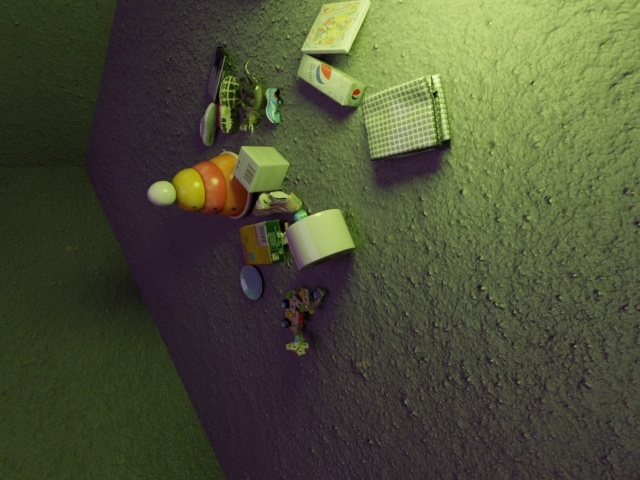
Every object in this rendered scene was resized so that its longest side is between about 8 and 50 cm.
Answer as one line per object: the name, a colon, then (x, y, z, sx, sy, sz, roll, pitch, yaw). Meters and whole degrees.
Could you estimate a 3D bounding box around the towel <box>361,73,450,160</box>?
towel: (0.276, -0.404, 1.352, 0.283, 0.121, 0.235, -5, 95, 44)

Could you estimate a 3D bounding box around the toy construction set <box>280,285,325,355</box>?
toy construction set: (-0.091, 0.352, 1.848, 0.215, 0.151, 0.328, 18, 99, 40)

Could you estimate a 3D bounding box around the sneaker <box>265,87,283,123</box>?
sneaker: (-0.204, -0.608, 1.808, 0.073, 0.063, 0.162, -1, 98, 40)

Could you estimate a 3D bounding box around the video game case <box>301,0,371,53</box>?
video game case: (0.052, -0.790, 1.489, 0.227, 0.026, 0.206, 21, 84, 39)

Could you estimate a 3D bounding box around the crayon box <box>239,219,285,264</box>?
crayon box: (-0.293, 0.013, 1.977, 0.318, 0.081, 0.202, -5, 96, 56)

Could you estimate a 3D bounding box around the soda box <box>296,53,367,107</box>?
soda box: (0.039, -0.619, 1.551, 0.286, 0.098, 0.091, 44, 125, 29)

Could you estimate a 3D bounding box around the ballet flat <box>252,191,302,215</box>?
ballet flat: (-0.223, -0.181, 1.873, 0.316, 0.108, 0.106, -3, 138, 37)

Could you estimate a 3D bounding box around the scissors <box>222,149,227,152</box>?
scissors: (-0.427, -0.408, 2.088, 0.297, 0.021, 0.109, 18, 112, 38)

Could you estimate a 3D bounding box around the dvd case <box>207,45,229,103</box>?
dvd case: (-0.525, -0.845, 2.051, 0.179, 0.029, 0.239, 58, 134, 43)

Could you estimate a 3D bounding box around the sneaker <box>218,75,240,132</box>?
sneaker: (-0.482, -0.688, 2.035, 0.118, 0.107, 0.279, 32, 116, 51)

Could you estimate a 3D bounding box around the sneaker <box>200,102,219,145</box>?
sneaker: (-0.604, -0.634, 2.152, 0.091, 0.094, 0.258, 49, 133, 22)

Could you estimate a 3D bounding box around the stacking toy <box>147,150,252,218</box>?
stacking toy: (-0.607, -0.245, 1.962, 0.350, 0.479, 0.351, 17, 114, 43)

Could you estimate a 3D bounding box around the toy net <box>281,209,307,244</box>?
toy net: (-0.127, -0.036, 1.865, 0.232, 0.045, 0.122, -45, 69, 41)

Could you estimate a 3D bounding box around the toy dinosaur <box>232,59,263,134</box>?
toy dinosaur: (-0.323, -0.675, 1.894, 0.160, 0.121, 0.314, 28, 112, 23)

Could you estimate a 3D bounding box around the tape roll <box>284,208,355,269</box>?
tape roll: (0.000, 0.000, 1.611, 0.246, 0.246, 0.169, -30, 78, 43)

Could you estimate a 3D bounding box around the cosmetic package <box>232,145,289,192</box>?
cosmetic package: (-0.272, -0.328, 1.844, 0.151, 0.183, 0.151, 47, 127, 26)

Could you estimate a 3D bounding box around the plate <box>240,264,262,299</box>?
plate: (-0.366, 0.223, 2.157, 0.188, 0.024, 0.188, 12, 107, 42)
